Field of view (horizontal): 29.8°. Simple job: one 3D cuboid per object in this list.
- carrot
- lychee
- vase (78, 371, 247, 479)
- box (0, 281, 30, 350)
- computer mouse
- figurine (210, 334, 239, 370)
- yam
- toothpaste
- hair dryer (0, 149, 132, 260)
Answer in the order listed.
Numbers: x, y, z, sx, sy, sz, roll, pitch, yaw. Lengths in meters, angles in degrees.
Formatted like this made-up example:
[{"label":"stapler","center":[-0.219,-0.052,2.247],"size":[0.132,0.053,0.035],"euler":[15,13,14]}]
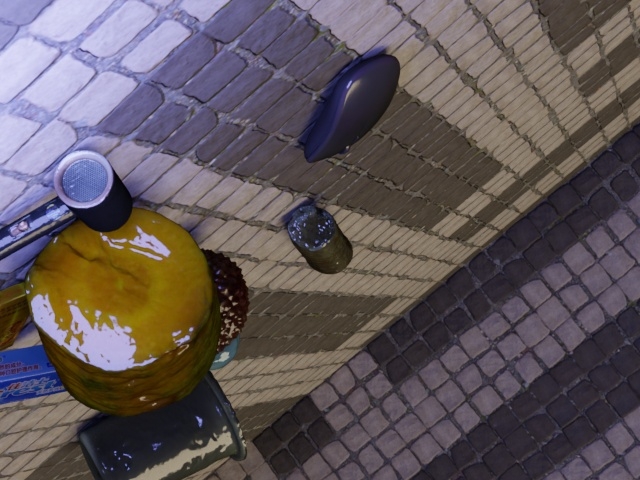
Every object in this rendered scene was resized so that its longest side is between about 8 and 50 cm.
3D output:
[{"label":"carrot","center":[-0.252,0.101,1.576],"size":[0.241,0.241,0.341],"euler":[-34,165,-14]},{"label":"lychee","center":[-0.194,0.098,1.818],"size":[0.188,0.188,0.188],"euler":[-35,166,-10]},{"label":"vase","center":[-0.327,0.408,2.453],"size":[0.291,0.245,0.245],"euler":[-26,163,-21]},{"label":"box","center":[-0.430,0.109,1.606],"size":[0.089,0.022,0.156],"euler":[-23,161,-42]},{"label":"computer mouse","center":[0.047,-0.187,1.771],"size":[0.120,0.057,0.232],"euler":[-28,163,-33]},{"label":"figurine","center":[-0.252,0.174,2.003],"size":[0.260,0.103,0.205],"euler":[-15,-168,10]},{"label":"yam","center":[0.000,0.000,2.197],"size":[0.093,0.093,0.259],"euler":[-38,166,-1]},{"label":"toothpaste","center":[-0.379,0.183,1.715],"size":[0.272,0.053,0.066],"euler":[-9,145,-27]},{"label":"hair dryer","center":[-0.340,-0.009,1.394],"size":[0.255,0.070,0.128],"euler":[-30,167,-2]}]
